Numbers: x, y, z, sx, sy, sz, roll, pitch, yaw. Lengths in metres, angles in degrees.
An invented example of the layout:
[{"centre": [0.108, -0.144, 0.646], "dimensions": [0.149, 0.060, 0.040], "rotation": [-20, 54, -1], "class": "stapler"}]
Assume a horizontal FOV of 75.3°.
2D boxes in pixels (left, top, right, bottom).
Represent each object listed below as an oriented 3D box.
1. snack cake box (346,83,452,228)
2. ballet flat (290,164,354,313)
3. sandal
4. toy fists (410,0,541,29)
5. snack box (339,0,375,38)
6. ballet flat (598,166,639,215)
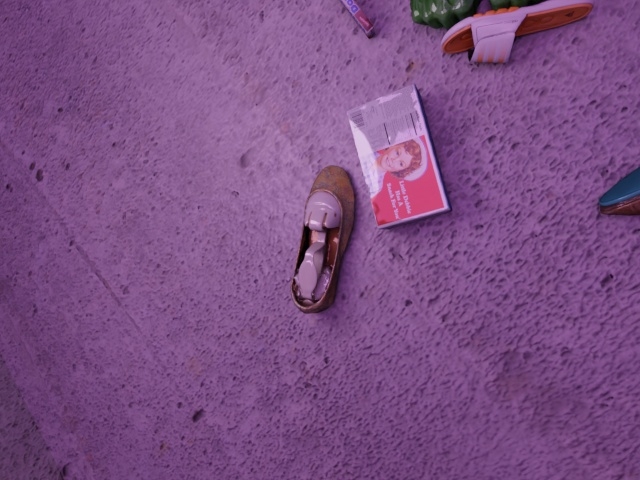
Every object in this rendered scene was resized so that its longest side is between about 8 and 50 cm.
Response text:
[{"centre": [0.167, -0.168, 0.874], "dimensions": [0.152, 0.089, 0.264], "rotation": [-15, 86, 21], "class": "snack cake box"}, {"centre": [0.000, 0.000, 0.937], "dimensions": [0.123, 0.123, 0.348], "rotation": [12, 96, 23], "class": "ballet flat"}, {"centre": [0.363, -0.382, 0.776], "dimensions": [0.265, 0.102, 0.076], "rotation": [-6, 87, 21], "class": "sandal"}, {"centre": [0.313, -0.492, 0.800], "dimensions": [0.279, 0.096, 0.142], "rotation": [-1, 78, 25], "class": "toy fists"}, {"centre": [0.054, -0.521, 0.897], "dimensions": [0.022, 0.064, 0.178], "rotation": [-39, 96, 16], "class": "snack box"}, {"centre": [0.642, -0.129, 0.674], "dimensions": [0.124, 0.116, 0.342], "rotation": [45, 104, -4], "class": "ballet flat"}]
